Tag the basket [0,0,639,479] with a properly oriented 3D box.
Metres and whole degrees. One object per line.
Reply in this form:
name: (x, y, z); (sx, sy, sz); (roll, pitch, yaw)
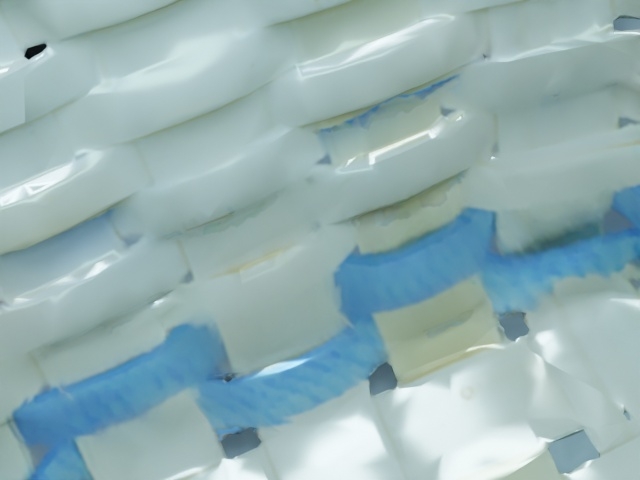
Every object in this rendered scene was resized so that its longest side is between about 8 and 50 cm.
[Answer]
basket: (0.000, 0.000, 0.266); (0.255, 0.201, 0.289); (-24, 138, -4)
